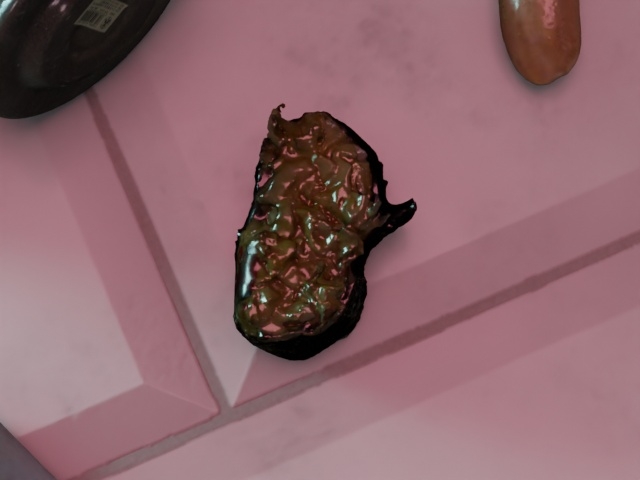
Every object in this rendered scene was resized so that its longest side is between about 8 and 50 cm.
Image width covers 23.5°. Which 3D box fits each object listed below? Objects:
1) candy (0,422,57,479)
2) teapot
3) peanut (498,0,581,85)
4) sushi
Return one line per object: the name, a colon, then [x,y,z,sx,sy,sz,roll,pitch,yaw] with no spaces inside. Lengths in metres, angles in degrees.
candy: [-0.297,0.227,1.302,0.174,0.071,0.138,43,79,8]
teapot: [-0.238,-0.291,1.346,0.321,0.239,0.239,-43,78,-9]
peanut: [0.202,-0.217,1.420,0.076,0.076,0.152,-4,82,-2]
sushi: [0.000,0.000,1.341,0.147,0.115,0.213,16,76,4]
